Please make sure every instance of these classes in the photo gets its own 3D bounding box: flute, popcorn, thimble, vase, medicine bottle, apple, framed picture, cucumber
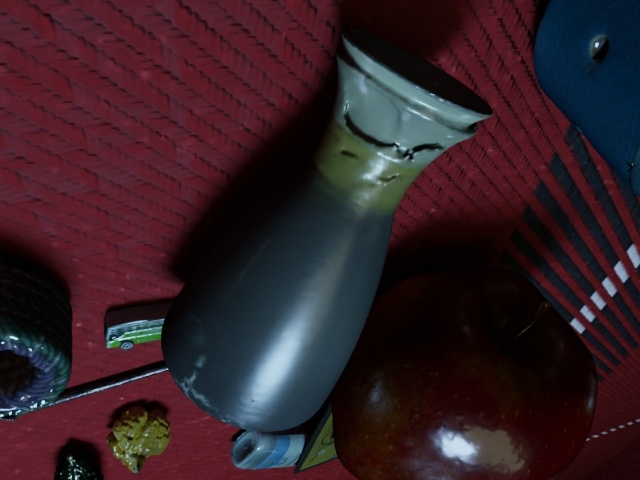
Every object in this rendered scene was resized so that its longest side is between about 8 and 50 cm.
[{"bbox_3d":[-0.210,0.158,0.625,0.270,0.014,0.014,-15,141,-12],"label":"flute"},{"bbox_3d":[-0.235,0.264,0.681,0.084,0.084,0.084,-15,141,-12],"label":"popcorn"},{"bbox_3d":[-0.276,0.083,0.439,0.119,0.090,0.135,-23,141,-3],"label":"thimble"},{"bbox_3d":[0.000,0.000,0.442,0.173,0.173,0.321,10,125,-36],"label":"vase"},{"bbox_3d":[-0.051,0.352,0.900,0.208,0.053,0.090,21,120,-43],"label":"medicine bottle"},{"bbox_3d":[0.159,0.181,0.645,0.288,0.288,0.317,6,140,-33],"label":"apple"},{"bbox_3d":[0.124,0.295,0.919,0.324,0.013,0.244,-4,133,-33],"label":"framed picture"},{"bbox_3d":[-0.354,0.387,0.766,0.072,0.072,0.300,-1,137,-27],"label":"cucumber"}]

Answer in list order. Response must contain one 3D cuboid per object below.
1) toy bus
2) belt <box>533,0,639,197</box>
[{"bbox_3d":[-0.180,0.087,0.544,0.083,0.031,0.037,-7,131,-21],"label":"toy bus"},{"bbox_3d":[0.398,-0.191,0.420,0.437,0.173,0.300,-16,150,-6],"label":"belt"}]
